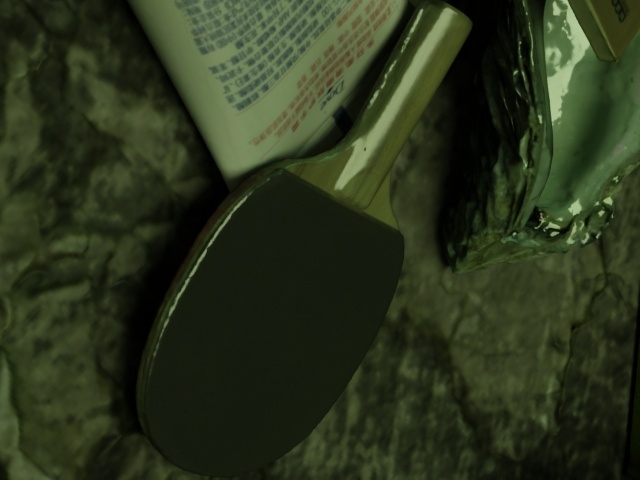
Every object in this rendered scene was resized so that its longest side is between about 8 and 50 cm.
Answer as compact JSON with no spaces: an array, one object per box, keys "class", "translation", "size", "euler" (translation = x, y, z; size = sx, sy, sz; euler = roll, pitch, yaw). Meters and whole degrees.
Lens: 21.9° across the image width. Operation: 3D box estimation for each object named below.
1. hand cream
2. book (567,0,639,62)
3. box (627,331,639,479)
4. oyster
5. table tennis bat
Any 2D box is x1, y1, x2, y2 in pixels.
[{"class":"hand cream","translation":[-0.034,-0.125,0.696],"size":[0.133,0.083,0.248],"euler":[-46,137,-15]},{"class":"book","translation":[0.153,-0.199,0.759],"size":[0.199,0.016,0.138],"euler":[-54,129,-25]},{"class":"box","translation":[0.246,0.008,0.873],"size":[0.043,0.173,0.311],"euler":[-8,108,-34]},{"class":"oyster","translation":[0.129,-0.122,0.800],"size":[0.199,0.087,0.252],"euler":[-42,136,-34]},{"class":"table tennis bat","translation":[0.000,0.000,0.764],"size":[0.138,0.022,0.246],"euler":[27,92,-50]}]
